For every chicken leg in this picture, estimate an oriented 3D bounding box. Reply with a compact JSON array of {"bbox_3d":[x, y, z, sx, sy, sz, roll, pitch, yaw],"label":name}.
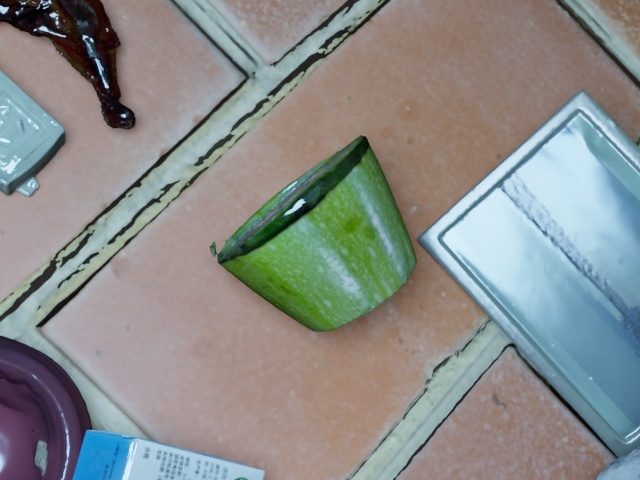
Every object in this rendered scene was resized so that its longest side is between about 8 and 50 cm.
[{"bbox_3d":[-0.237,-0.193,0.828,0.219,0.048,0.089,40,73,-5],"label":"chicken leg"}]

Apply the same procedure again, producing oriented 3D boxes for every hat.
[{"bbox_3d":[-0.283,0.166,0.710,0.205,0.089,0.206,5,80,-28],"label":"hat"}]

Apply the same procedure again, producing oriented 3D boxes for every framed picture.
[{"bbox_3d":[0.266,0.034,0.866,0.213,0.016,0.289,-43,83,9],"label":"framed picture"}]

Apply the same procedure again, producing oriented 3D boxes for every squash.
[{"bbox_3d":[0.000,0.000,0.802,0.170,0.170,0.123,-41,106,-20],"label":"squash"}]

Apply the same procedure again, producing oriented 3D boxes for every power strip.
[{"bbox_3d":[-0.303,-0.117,0.795,0.175,0.042,0.075,42,72,-4],"label":"power strip"}]

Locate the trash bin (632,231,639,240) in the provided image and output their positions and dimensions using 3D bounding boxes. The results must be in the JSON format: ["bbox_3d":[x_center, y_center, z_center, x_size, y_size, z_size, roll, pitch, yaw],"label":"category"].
[{"bbox_3d":[0.425,0.050,0.931,0.243,0.121,0.247,-35,87,-20],"label":"trash bin"}]

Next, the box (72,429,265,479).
[{"bbox_3d":[-0.134,0.258,0.714,0.139,0.073,0.194,28,67,-42],"label":"box"}]

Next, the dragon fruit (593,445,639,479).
[{"bbox_3d":[0.338,0.298,0.811,0.221,0.204,0.283,-9,94,-50],"label":"dragon fruit"}]
